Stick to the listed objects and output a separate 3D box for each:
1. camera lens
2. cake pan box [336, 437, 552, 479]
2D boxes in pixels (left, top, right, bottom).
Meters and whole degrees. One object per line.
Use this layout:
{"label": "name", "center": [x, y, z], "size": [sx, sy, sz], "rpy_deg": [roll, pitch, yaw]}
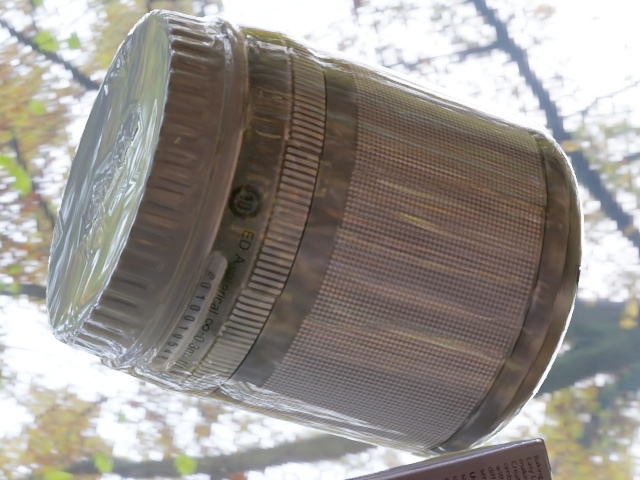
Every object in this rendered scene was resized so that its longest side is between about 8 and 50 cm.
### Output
{"label": "camera lens", "center": [0.000, 0.000, 0.972], "size": [0.274, 0.219, 0.219], "rpy_deg": [17, -100, -21]}
{"label": "cake pan box", "center": [0.012, 0.223, 0.606], "size": [0.245, 0.070, 0.267], "rpy_deg": [-10, -98, -35]}
